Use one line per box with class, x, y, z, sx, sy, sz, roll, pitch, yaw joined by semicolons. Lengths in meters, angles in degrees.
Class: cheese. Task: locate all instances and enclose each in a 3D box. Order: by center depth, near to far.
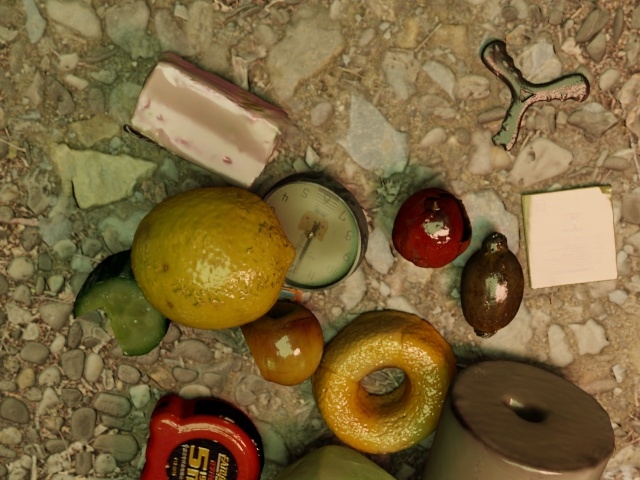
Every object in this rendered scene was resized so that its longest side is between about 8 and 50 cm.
cheese;-0.090;0.099;1.962;0.111;0.017;0.047;12;111;-1

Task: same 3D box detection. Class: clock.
clock;-0.022;-0.013;1.873;0.226;0.049;0.226;6;109;19

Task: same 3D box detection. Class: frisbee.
frisbee;0.371;-0.249;1.823;0.211;0.012;0.187;17;109;-3

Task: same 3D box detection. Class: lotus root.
lotus root;0.323;0.085;1.884;0.120;0.120;0.210;3;109;2

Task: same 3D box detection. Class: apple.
apple;-0.075;0.202;1.930;0.163;0.146;0.147;-1;112;2

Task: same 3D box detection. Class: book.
book;0.472;-0.006;1.895;0.168;0.013;0.192;-7;107;6

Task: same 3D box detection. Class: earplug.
earplug;0.340;0.469;1.893;0.312;0.313;0.394;14;118;-1

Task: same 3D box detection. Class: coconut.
coconut;0.048;0.550;1.956;0.328;0.281;0.328;6;124;9

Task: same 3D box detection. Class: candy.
candy;-0.204;-0.216;1.815;0.265;0.116;0.155;27;107;-5

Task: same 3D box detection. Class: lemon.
lemon;-0.200;0.032;1.788;0.310;0.258;0.258;0;108;17

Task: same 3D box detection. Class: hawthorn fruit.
hawthorn fruit;0.203;-0.030;1.826;0.148;0.148;0.172;-2;146;4

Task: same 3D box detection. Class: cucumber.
cucumber;-0.364;0.117;1.935;0.191;0.130;0.191;2;115;4

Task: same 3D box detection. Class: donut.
donut;0.124;0.291;1.964;0.302;0.110;0.303;1;107;3

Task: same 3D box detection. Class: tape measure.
tape measure;-0.245;0.445;2.036;0.260;0.114;0.253;10;108;-3
